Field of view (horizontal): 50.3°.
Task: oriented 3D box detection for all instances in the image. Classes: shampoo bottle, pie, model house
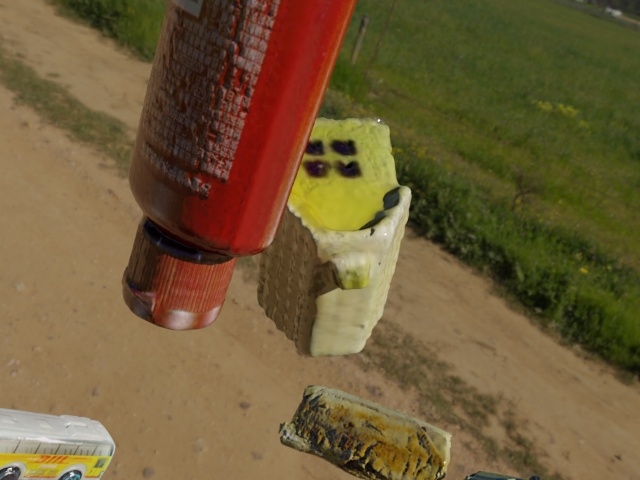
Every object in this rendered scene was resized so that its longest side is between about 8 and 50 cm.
[{"bbox_3d":[-0.052,-0.092,0.413,0.118,0.314,0.076,30,25,23],"label":"shampoo bottle"},{"bbox_3d":[0.069,0.318,1.099,0.282,0.068,0.128,14,60,23],"label":"pie"},{"bbox_3d":[0.000,0.000,0.746,0.175,0.193,0.234,4,42,-7],"label":"model house"}]

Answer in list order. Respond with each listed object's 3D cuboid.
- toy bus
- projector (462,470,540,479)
[{"bbox_3d":[-0.463,0.340,1.121,0.092,0.106,0.268,36,3,38],"label":"toy bus"},{"bbox_3d":[0.200,0.423,0.916,0.194,0.088,0.269,-10,23,49],"label":"projector"}]
